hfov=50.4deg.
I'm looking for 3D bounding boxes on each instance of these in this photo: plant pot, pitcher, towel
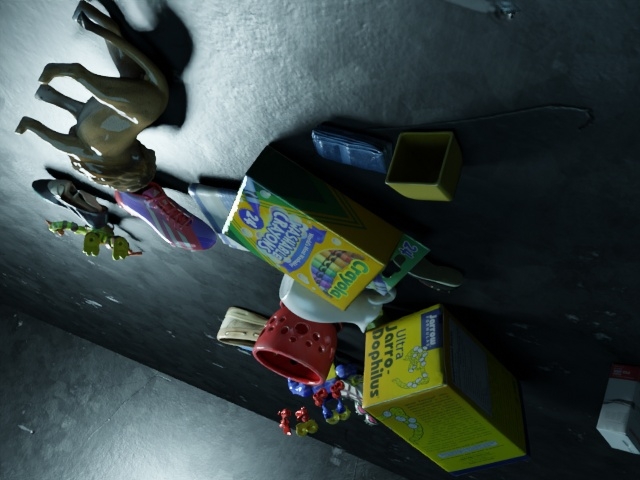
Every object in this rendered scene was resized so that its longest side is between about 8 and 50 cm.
[{"bbox_3d":[0.133,0.193,1.530,0.083,0.083,0.079,1,135,42],"label":"plant pot"},{"bbox_3d":[-0.045,0.235,1.653,0.191,0.174,0.191,21,156,10],"label":"plant pot"},{"bbox_3d":[0.036,0.105,1.404,0.207,0.125,0.178,21,143,-17],"label":"pitcher"},{"bbox_3d":[0.047,-0.133,1.009,0.120,0.029,0.067,16,155,18],"label":"towel"},{"bbox_3d":[-0.109,-0.034,1.351,0.285,0.034,0.209,9,149,28],"label":"towel"},{"bbox_3d":[0.151,-0.094,0.935,0.082,0.081,0.083,6,159,36],"label":"plant pot"}]

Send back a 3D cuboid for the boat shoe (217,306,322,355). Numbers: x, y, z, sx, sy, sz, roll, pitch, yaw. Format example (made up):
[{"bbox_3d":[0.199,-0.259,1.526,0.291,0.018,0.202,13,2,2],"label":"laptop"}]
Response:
[{"bbox_3d":[-0.130,0.289,1.916,0.341,0.110,0.121,13,153,25],"label":"boat shoe"}]

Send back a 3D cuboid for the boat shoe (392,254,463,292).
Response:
[{"bbox_3d":[0.189,0.058,1.231,0.133,0.048,0.042,21,148,-1],"label":"boat shoe"}]

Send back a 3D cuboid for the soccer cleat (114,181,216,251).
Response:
[{"bbox_3d":[-0.327,-0.063,1.426,0.248,0.083,0.095,31,141,11],"label":"soccer cleat"}]

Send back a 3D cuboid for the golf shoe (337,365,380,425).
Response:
[{"bbox_3d":[0.103,0.426,2.021,0.273,0.105,0.120,36,123,-4],"label":"golf shoe"}]

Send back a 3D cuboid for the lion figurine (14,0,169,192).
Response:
[{"bbox_3d":[-0.336,-0.204,1.104,0.240,0.142,0.392,28,152,-23],"label":"lion figurine"}]

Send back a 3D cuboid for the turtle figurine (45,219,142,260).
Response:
[{"bbox_3d":[-0.556,-0.007,1.745,0.270,0.087,0.217,26,178,-31],"label":"turtle figurine"}]

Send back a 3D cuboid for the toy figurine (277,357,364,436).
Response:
[{"bbox_3d":[0.029,0.365,1.895,0.363,0.217,0.191,-23,141,0],"label":"toy figurine"}]

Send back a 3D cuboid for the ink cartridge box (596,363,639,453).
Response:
[{"bbox_3d":[0.573,0.315,1.275,0.056,0.135,0.099,1,145,44],"label":"ink cartridge box"}]

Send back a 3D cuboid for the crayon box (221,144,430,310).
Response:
[{"bbox_3d":[0.000,0.000,1.182,0.323,0.083,0.203,32,146,-1],"label":"crayon box"}]

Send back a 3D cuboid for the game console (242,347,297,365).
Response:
[{"bbox_3d":[-0.165,0.353,2.139,0.362,0.043,0.213,7,149,42],"label":"game console"}]

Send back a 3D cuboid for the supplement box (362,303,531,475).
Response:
[{"bbox_3d":[0.271,0.328,1.451,0.195,0.194,0.356,-25,129,30],"label":"supplement box"}]

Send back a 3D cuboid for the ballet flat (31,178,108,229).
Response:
[{"bbox_3d":[-0.597,-0.105,1.639,0.203,0.074,0.074,33,155,-2],"label":"ballet flat"}]
